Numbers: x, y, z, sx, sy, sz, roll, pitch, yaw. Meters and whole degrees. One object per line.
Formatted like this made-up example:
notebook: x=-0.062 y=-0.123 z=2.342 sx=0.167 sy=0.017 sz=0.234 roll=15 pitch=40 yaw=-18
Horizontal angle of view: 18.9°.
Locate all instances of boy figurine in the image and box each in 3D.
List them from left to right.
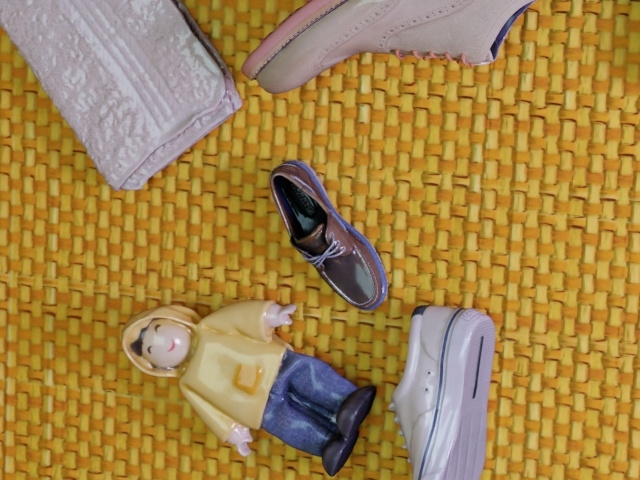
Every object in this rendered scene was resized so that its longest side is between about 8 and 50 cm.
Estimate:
boy figurine: x=-0.082 y=0.137 z=2.067 sx=0.285 sy=0.092 sz=0.177 roll=27 pitch=108 yaw=10

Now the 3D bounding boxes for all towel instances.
towel: x=-0.226 y=-0.208 z=2.089 sx=0.187 sy=0.049 sz=0.282 roll=-38 pitch=85 yaw=19

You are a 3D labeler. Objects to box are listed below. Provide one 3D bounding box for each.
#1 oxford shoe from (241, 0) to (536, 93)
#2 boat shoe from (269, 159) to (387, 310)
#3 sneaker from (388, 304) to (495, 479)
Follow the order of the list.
oxford shoe: x=0.104 y=-0.225 z=1.930 sx=0.397 sy=0.140 sz=0.146 roll=-26 pitch=96 yaw=22
boat shoe: x=0.000 y=0.000 z=2.031 sx=0.066 sy=0.066 sz=0.183 roll=-39 pitch=84 yaw=20
sneaker: x=0.120 y=0.191 z=2.016 sx=0.091 sy=0.094 sz=0.258 roll=15 pitch=98 yaw=35
